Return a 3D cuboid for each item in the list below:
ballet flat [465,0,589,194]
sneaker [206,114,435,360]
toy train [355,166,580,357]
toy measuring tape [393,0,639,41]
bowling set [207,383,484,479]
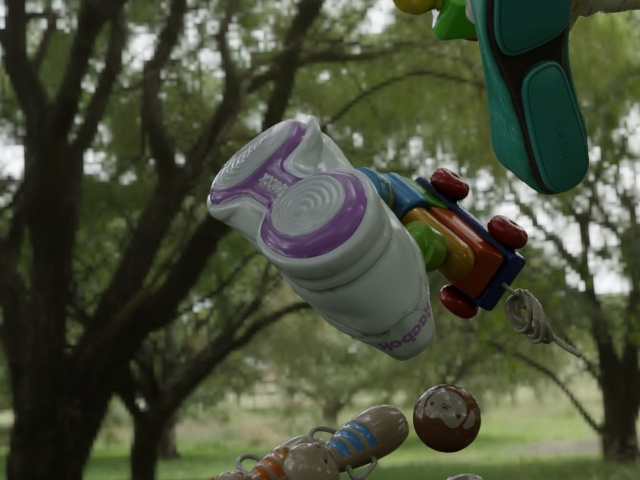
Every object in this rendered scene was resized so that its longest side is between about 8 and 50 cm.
[{"bbox_3d":[0.149,-0.151,0.953,0.083,0.247,0.087,-26,30,-22],"label":"ballet flat"},{"bbox_3d":[0.000,0.000,0.958,0.114,0.152,0.305,-38,25,2],"label":"sneaker"},{"bbox_3d":[0.127,0.019,1.153,0.143,0.105,0.248,15,23,-49],"label":"toy train"},{"bbox_3d":[0.203,-0.248,1.128,0.330,0.121,0.121,-11,-4,-26],"label":"toy measuring tape"},{"bbox_3d":[0.035,0.204,0.985,0.287,0.200,0.154,32,36,32],"label":"bowling set"}]
